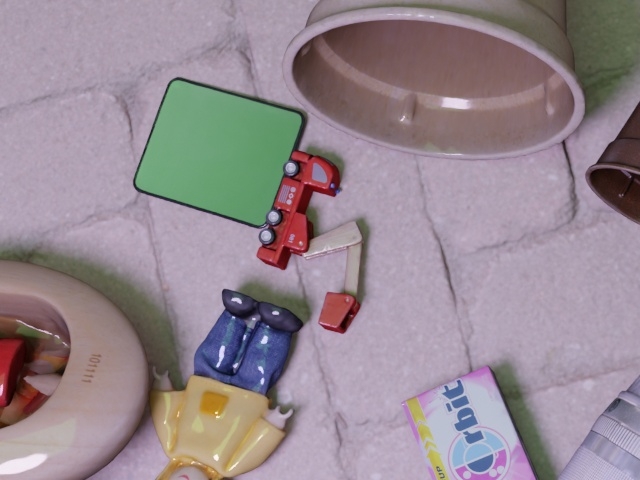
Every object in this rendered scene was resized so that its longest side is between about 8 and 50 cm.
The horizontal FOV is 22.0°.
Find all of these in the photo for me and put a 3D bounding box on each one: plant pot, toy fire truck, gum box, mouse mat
[{"bbox_3d":[0.149,-0.298,1.841,0.333,0.334,0.306,6,68,14],"label":"plant pot"},{"bbox_3d":[0.000,0.000,1.930,0.135,0.047,0.192,18,82,15],"label":"toy fire truck"},{"bbox_3d":[0.177,0.248,1.830,0.107,0.062,0.188,-24,74,7],"label":"gum box"},{"bbox_3d":[-0.125,-0.108,1.998,0.189,0.007,0.153,17,83,20],"label":"mouse mat"},{"bbox_3d":[0.402,-0.107,1.812,0.167,0.167,0.165,24,77,16],"label":"plant pot"}]

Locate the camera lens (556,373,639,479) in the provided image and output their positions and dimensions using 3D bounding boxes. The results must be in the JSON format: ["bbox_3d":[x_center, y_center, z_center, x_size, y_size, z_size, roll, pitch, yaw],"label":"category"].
[{"bbox_3d":[0.342,0.301,1.700,0.219,0.219,0.274,33,87,17],"label":"camera lens"}]

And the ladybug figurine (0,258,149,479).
[{"bbox_3d":[-0.405,0.173,1.904,0.449,0.162,0.305,8,57,15],"label":"ladybug figurine"}]

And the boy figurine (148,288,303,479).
[{"bbox_3d":[-0.126,0.201,1.896,0.177,0.092,0.285,22,81,13],"label":"boy figurine"}]
